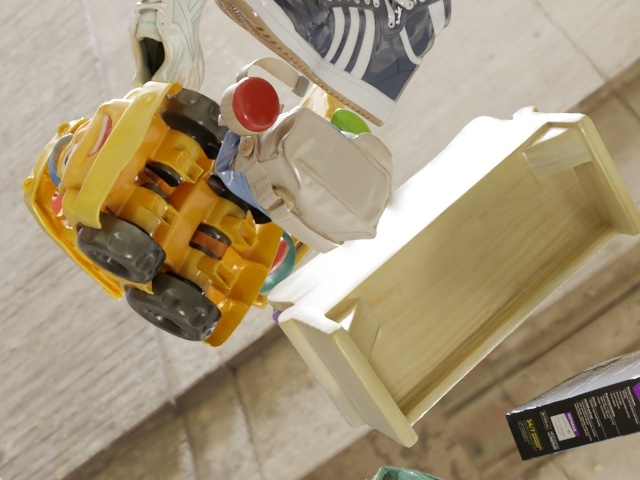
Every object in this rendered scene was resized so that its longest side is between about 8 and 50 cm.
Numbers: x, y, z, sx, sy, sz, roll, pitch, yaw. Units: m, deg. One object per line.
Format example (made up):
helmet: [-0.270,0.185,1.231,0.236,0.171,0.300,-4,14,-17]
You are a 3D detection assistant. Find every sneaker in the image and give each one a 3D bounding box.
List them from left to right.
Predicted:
sneaker: [-0.123,-0.186,0.875,0.061,0.054,0.152,-22,115,-62]
sneaker: [0.022,-0.220,1.006,0.099,0.153,0.282,41,8,32]

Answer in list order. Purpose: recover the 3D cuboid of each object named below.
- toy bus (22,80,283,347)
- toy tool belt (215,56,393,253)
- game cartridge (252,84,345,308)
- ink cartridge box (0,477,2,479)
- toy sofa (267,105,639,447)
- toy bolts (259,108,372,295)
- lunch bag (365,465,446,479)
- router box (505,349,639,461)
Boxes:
toy bus: [-0.163,-0.034,0.895,0.212,0.149,0.220,16,-23,30]
toy tool belt: [-0.016,-0.029,0.409,0.083,0.051,0.052,36,63,-34]
game cartridge: [-0.048,-0.088,1.815,0.053,0.285,0.323,25,31,-26]
ink cartridge box: [-0.325,0.313,0.954,0.237,0.100,0.172,63,34,-24]
toy sofa: [0.135,0.026,1.120,0.150,0.362,0.177,56,-18,-21]
toy bolts: [0.000,0.000,1.275,0.218,0.229,0.158,55,-3,21]
lunch bag: [0.109,0.357,1.033,0.160,0.223,0.262,-29,66,-37]
router box: [0.258,0.127,0.919,0.179,0.133,0.046,-14,81,-49]
